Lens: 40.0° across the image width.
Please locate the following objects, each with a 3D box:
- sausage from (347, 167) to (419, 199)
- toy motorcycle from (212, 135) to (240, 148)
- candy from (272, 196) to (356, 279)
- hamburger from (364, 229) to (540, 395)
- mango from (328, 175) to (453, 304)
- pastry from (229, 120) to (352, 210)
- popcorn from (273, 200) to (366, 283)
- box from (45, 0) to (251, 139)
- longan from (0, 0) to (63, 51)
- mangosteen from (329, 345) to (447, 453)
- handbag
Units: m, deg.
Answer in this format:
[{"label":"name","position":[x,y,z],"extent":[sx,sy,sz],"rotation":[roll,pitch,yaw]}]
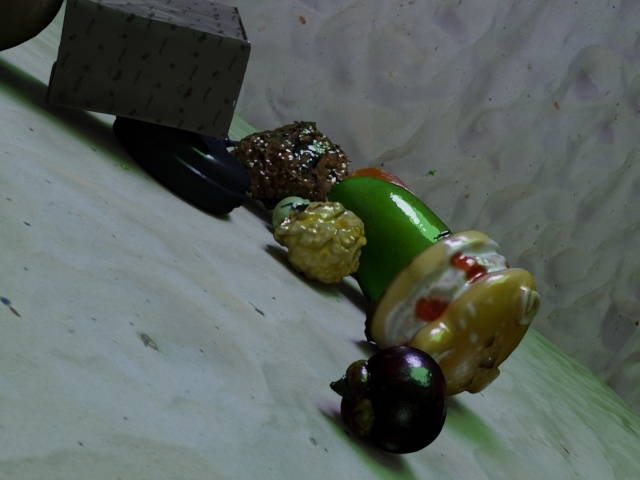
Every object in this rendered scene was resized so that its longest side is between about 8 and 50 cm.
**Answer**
[{"label":"sausage","position":[0.124,-0.042,2.040],"extent":[0.233,0.233,0.287],"rotation":[36,9,-7]},{"label":"toy motorcycle","position":[-0.304,-0.315,2.059],"extent":[0.358,0.125,0.212],"rotation":[41,-7,41]},{"label":"candy","position":[0.036,0.039,1.795],"extent":[0.335,0.092,0.093],"rotation":[44,20,-10]},{"label":"hamburger","position":[0.215,0.131,1.408],"extent":[0.303,0.261,0.186],"rotation":[1,37,-46]},{"label":"mango","position":[0.153,0.030,1.720],"extent":[0.382,0.201,0.225],"rotation":[49,-28,14]},{"label":"pastry","position":[-0.067,-0.171,1.886],"extent":[0.275,0.192,0.275],"rotation":[7,24,-3]},{"label":"popcorn","position":[0.000,0.000,1.608],"extent":[0.180,0.180,0.170],"rotation":[-119,-166,-71]},{"label":"box","position":[-0.291,-0.316,1.476],"extent":[0.297,0.190,0.225],"rotation":[10,27,-17]},{"label":"longan","position":[-0.534,-0.460,1.369],"extent":[0.288,0.288,0.350],"rotation":[24,39,-58]},{"label":"mangosteen","position":[0.077,0.179,1.007],"extent":[0.140,0.140,0.140],"rotation":[36,8,-6]},{"label":"handbag","position":[-0.248,-0.160,1.601],"extent":[0.254,0.093,0.308],"rotation":[28,12,-43]}]
